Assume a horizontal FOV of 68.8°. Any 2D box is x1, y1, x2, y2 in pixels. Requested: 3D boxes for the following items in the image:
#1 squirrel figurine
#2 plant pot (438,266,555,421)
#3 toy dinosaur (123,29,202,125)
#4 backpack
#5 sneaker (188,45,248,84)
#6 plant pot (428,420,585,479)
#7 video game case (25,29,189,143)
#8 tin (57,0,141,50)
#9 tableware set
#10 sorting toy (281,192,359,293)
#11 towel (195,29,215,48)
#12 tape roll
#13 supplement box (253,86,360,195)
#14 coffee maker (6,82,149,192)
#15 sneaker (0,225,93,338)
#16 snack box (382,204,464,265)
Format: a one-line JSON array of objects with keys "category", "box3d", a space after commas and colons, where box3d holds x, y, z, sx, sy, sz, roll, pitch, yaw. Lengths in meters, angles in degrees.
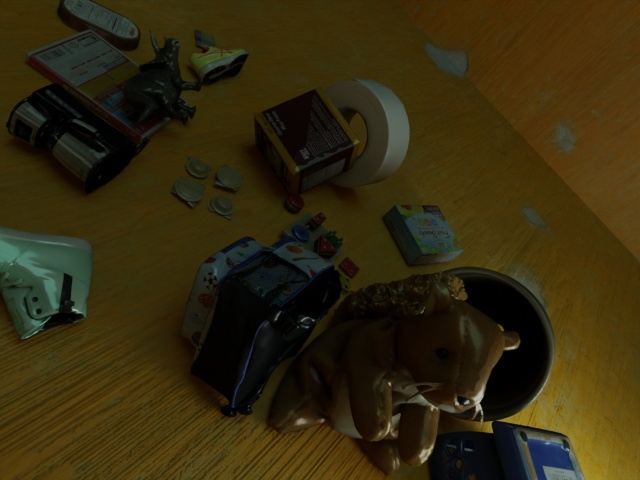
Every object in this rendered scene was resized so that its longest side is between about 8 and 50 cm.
[{"category": "squirrel figurine", "box3d": [0.152, 0.183, 0.851, 0.281, 0.370, 0.396, 34, 41, -12]}, {"category": "plant pot", "box3d": [0.385, 0.222, 1.095, 0.280, 0.323, 0.323, 5, 52, -57]}, {"category": "toy dinosaur", "box3d": [-0.367, -0.328, 1.048, 0.161, 0.121, 0.313, 21, 48, -8]}, {"category": "backpack", "box3d": [-0.097, 0.118, 0.815, 0.213, 0.276, 0.263, 41, 35, 17]}, {"category": "sneaker", "box3d": [-0.284, -0.513, 1.316, 0.094, 0.081, 0.208, 43, 40, 2]}, {"category": "plant pot", "box3d": [0.374, 0.485, 0.901, 0.236, 0.212, 0.235, 20, 45, -25]}, {"category": "video game case", "box3d": [-0.472, -0.358, 1.070, 0.285, 0.025, 0.204, 36, 40, -9]}, {"category": "tin", "box3d": [-0.544, -0.539, 1.159, 0.190, 0.040, 0.106, 18, 51, -27]}, {"category": "tableware set", "box3d": [-0.250, -0.125, 1.058, 0.141, 0.020, 0.168, 24, 45, -19]}, {"category": "sorting toy", "box3d": [0.000, 0.000, 1.124, 0.274, 0.046, 0.132, 48, 35, 2]}, {"category": "towel", "box3d": [-0.342, -0.593, 1.390, 0.060, 0.009, 0.083, 12, 50, -33]}, {"category": "tape roll", "box3d": [0.099, -0.291, 1.282, 0.100, 0.286, 0.286, -16, 67, -45]}, {"category": "supplement box", "box3d": [-0.038, -0.249, 1.191, 0.194, 0.129, 0.191, -28, 74, -15]}, {"category": "coffee maker", "box3d": [-0.459, -0.198, 0.892, 0.178, 0.120, 0.171, 39, 17, -8]}, {"category": "sneaker", "box3d": [-0.462, 0.062, 0.666, 0.256, 0.094, 0.151, 5, 56, -35]}, {"category": "snack box", "box3d": [0.307, -0.019, 1.387, 0.207, 0.070, 0.174, -3, 58, -40]}]
